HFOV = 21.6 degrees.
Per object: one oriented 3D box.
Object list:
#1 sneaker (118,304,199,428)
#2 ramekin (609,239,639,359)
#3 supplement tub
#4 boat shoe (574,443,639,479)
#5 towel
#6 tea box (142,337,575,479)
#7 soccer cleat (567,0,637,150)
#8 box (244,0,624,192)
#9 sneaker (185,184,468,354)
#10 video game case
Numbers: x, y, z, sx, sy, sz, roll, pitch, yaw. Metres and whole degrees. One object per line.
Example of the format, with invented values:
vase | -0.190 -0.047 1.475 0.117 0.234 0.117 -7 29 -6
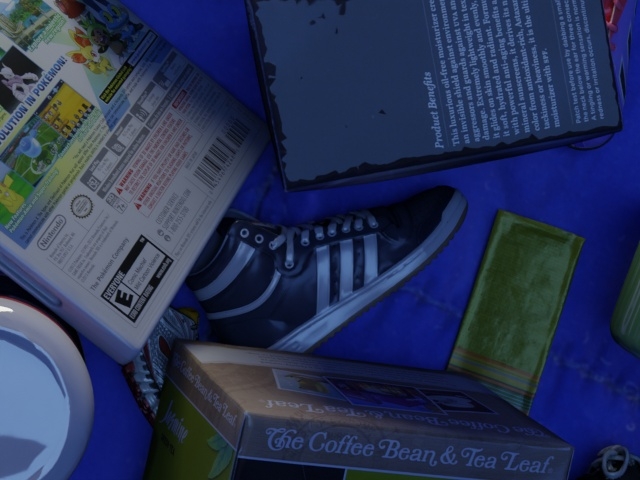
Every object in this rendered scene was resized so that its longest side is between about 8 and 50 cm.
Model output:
sneaker | -0.147 0.111 1.622 0.092 0.088 0.225 -25 99 -12
ramekin | 0.431 0.085 1.639 0.303 0.303 0.148 23 96 -12
supplement tub | -0.301 0.130 1.493 0.191 0.272 0.191 -1 95 -10
boat shoe | 0.309 0.261 1.714 0.306 0.113 0.105 10 85 -15
towel | 0.193 0.095 1.724 0.102 0.021 0.237 18 89 -13
tea box | 0.012 0.286 1.552 0.329 0.220 0.324 10 101 -24
soccer cleat | 0.270 -0.249 1.670 0.108 0.116 0.318 2 93 -12
box | 0.093 -0.153 1.524 0.294 0.296 0.183 -10 93 1
sneaker | 0.000 0.000 1.639 0.282 0.099 0.153 -38 102 -4
video game case | -0.219 -0.091 1.519 0.300 0.036 0.329 40 45 -11
